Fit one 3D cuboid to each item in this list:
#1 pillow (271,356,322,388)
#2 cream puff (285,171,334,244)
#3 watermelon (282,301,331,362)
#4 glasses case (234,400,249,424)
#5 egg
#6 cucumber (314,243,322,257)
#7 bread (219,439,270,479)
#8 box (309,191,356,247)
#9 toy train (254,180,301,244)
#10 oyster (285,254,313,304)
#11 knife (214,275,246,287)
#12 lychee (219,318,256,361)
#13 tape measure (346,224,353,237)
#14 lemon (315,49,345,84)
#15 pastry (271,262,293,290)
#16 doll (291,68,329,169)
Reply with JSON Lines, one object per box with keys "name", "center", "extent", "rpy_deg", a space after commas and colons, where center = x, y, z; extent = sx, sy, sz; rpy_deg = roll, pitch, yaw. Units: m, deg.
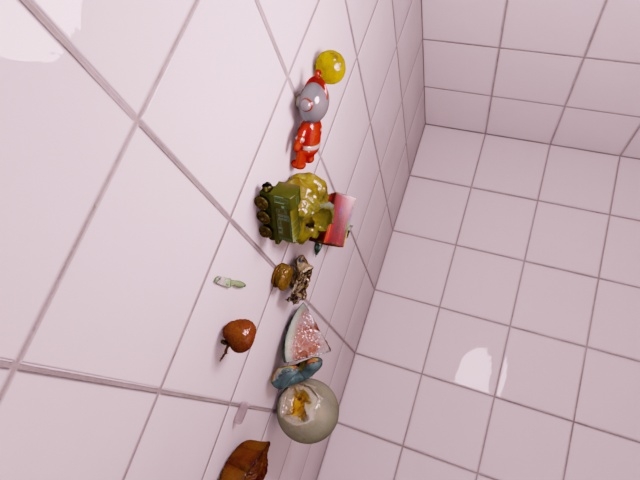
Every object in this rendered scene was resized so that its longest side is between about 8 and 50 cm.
{"name": "pillow", "center": [-0.096, 0.550, 2.130], "extent": [0.233, 0.086, 0.214], "rpy_deg": [-10, 159, -33]}
{"name": "cream puff", "center": [-0.044, -0.105, 1.805], "extent": [0.282, 0.185, 0.282], "rpy_deg": [12, 90, -75]}
{"name": "watermelon", "center": [-0.045, 0.408, 2.167], "extent": [0.213, 0.201, 0.262], "rpy_deg": [71, 32, -75]}
{"name": "glasses case", "center": [-0.288, 0.628, 1.857], "extent": [0.021, 0.032, 0.083], "rpy_deg": [68, 38, -59]}
{"name": "egg", "center": [-0.051, 0.771, 2.293], "extent": [0.336, 0.278, 0.278], "rpy_deg": [65, 42, -56]}
{"name": "cucumber", "center": [0.000, 0.000, 2.261], "extent": [0.037, 0.037, 0.155], "rpy_deg": [45, 60, -70]}
{"name": "bread", "center": [-0.281, 0.877, 1.899], "extent": [0.246, 0.135, 0.232], "rpy_deg": [-38, 139, -64]}
{"name": "box", "center": [0.040, -0.080, 2.024], "extent": [0.313, 0.089, 0.198], "rpy_deg": [-174, -81, -78]}
{"name": "toy train", "center": [-0.130, -0.084, 1.626], "extent": [0.090, 0.137, 0.226], "rpy_deg": [-59, 155, -43]}
{"name": "oyster", "center": [-0.078, 0.149, 2.018], "extent": [0.223, 0.083, 0.214], "rpy_deg": [-82, -174, -65]}
{"name": "knife", "center": [-0.273, 0.131, 1.554], "extent": [0.207, 0.014, 0.030], "rpy_deg": [34, 70, -70]}
{"name": "lychee", "center": [-0.258, 0.310, 1.588], "extent": [0.140, 0.101, 0.114], "rpy_deg": [-62, 153, -28]}
{"name": "tape measure", "center": [0.090, -0.066, 2.355], "extent": [0.178, 0.105, 0.196], "rpy_deg": [91, 13, -46]}
{"name": "lemon", "center": [0.035, -0.605, 1.785], "extent": [0.133, 0.109, 0.109], "rpy_deg": [91, 20, -60]}
{"name": "pastry", "center": [-0.143, 0.135, 1.895], "extent": [0.109, 0.057, 0.097], "rpy_deg": [-32, 139, -62]}
{"name": "doll", "center": [-0.038, -0.413, 1.738], "extent": [0.200, 0.105, 0.337], "rpy_deg": [-46, 153, -54]}
